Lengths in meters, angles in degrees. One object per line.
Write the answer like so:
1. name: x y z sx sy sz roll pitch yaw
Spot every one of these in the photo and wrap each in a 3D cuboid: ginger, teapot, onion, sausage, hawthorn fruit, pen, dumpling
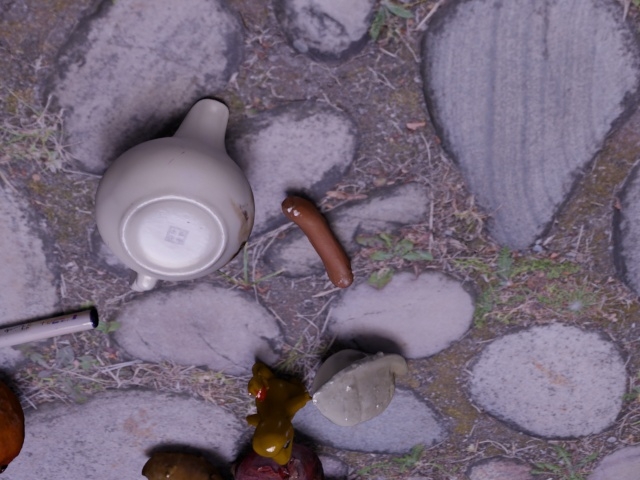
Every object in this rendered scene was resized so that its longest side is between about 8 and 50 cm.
1. ginger: -0.195 0.488 1.651 0.133 0.107 0.309 -1 136 46
2. teapot: -0.194 -0.038 1.178 0.204 0.139 0.298 22 124 -24
3. onion: -0.088 0.429 1.605 0.195 0.159 0.159 2 139 34
4. sausage: 0.000 0.000 1.288 0.043 0.043 0.186 -22 131 14
5. hawthorn fruit: -0.554 0.295 1.427 0.173 0.173 0.179 12 130 -14
6. pen: -0.469 0.147 1.384 0.269 0.033 0.033 -12 131 6
7. dumpling: 0.061 0.226 1.458 0.176 0.092 0.150 27 109 -31

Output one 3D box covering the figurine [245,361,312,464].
1. figurine: -0.080 0.268 1.437 0.121 0.176 0.122 -23 118 12
